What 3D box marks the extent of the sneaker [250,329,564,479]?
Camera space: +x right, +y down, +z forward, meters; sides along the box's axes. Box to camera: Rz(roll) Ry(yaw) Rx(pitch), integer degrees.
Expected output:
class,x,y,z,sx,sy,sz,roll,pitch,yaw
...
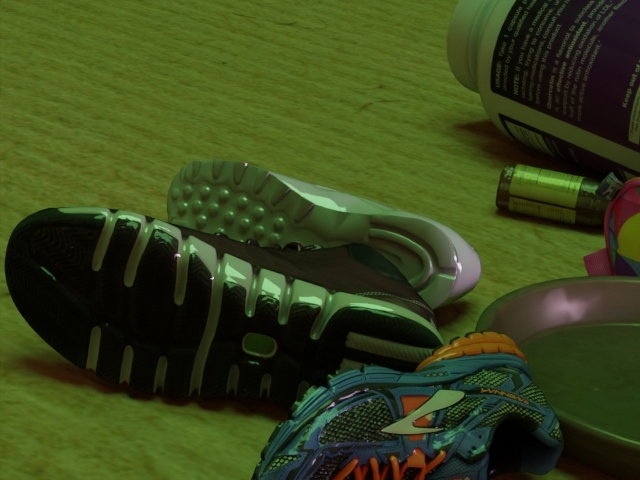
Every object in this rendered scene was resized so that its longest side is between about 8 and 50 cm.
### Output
class,x,y,z,sx,sy,sz,roll,pitch,yaw
sneaker,0.051,0.115,0.970,0.221,0.083,0.087,-19,51,-35

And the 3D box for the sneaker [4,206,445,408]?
class,x,y,z,sx,sy,sz,roll,pitch,yaw
sneaker,-0.053,0.037,1.129,0.281,0.106,0.162,19,17,2

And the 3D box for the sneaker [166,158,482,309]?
class,x,y,z,sx,sy,sz,roll,pitch,yaw
sneaker,0.000,0.000,1.263,0.235,0.090,0.095,19,11,20

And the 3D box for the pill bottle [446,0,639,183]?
class,x,y,z,sx,sy,sz,roll,pitch,yaw
pill bottle,0.267,-0.146,1.557,0.181,0.181,0.323,-11,28,-39

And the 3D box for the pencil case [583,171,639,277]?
class,x,y,z,sx,sy,sz,roll,pitch,yaw
pencil case,0.321,-0.010,1.342,0.236,0.104,0.104,-5,24,-28

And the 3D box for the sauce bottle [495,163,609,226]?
class,x,y,z,sx,sy,sz,roll,pitch,yaw
sauce bottle,0.210,-0.032,1.445,0.128,0.042,0.042,14,22,12

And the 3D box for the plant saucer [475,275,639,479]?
class,x,y,z,sx,sy,sz,roll,pitch,yaw
plant saucer,0.235,0.093,1.132,0.278,0.041,0.278,6,22,-2
